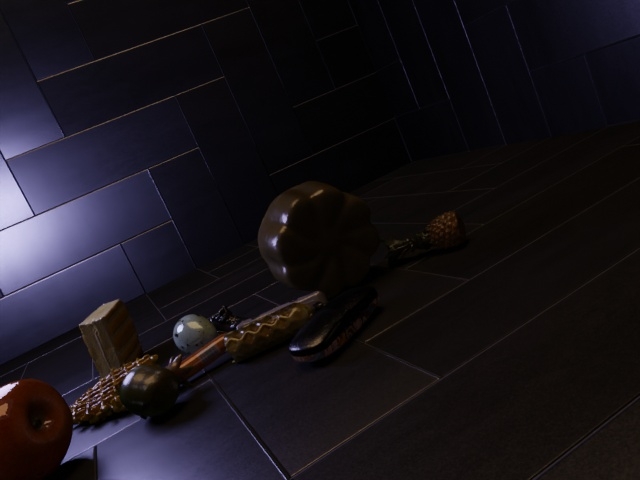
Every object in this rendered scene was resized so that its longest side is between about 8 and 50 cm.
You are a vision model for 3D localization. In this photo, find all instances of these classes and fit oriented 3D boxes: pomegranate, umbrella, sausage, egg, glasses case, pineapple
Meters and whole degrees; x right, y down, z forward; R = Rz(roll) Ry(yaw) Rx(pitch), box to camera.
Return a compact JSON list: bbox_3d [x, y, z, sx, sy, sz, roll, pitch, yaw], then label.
[{"bbox_3d":[-0.427,0.381,1.530,0.152,0.131,0.191,4,19,24],"label":"pomegranate"},{"bbox_3d":[-0.136,0.239,1.749,0.338,0.073,0.067,-24,-32,3],"label":"umbrella"},{"bbox_3d":[-0.382,0.367,1.655,0.348,0.053,0.053,-34,14,-22],"label":"sausage"},{"bbox_3d":[-0.396,0.300,1.867,0.164,0.131,0.131,-2,21,34],"label":"egg"},{"bbox_3d":[0.041,0.209,1.495,0.122,0.082,0.321,-16,15,40],"label":"glasses case"},{"bbox_3d":[0.322,-0.005,1.861,0.278,0.119,0.130,-21,30,25],"label":"pineapple"}]

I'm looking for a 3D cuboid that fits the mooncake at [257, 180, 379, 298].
[{"bbox_3d":[0.000,0.000,1.851,0.379,0.378,0.201,-27,18,-15],"label":"mooncake"}]

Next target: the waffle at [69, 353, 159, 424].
[{"bbox_3d":[-0.629,0.461,1.756,0.260,0.069,0.293,-22,13,22],"label":"waffle"}]

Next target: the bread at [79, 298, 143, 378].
[{"bbox_3d":[-0.723,0.348,2.043,0.111,0.239,0.246,-17,13,1],"label":"bread"}]

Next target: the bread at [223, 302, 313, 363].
[{"bbox_3d":[-0.144,0.256,1.652,0.270,0.098,0.087,-24,53,-6],"label":"bread"}]

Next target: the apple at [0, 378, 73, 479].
[{"bbox_3d":[-0.729,0.468,1.405,0.206,0.251,0.272,-47,-2,19],"label":"apple"}]

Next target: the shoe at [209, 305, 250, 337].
[{"bbox_3d":[-0.309,0.263,1.927,0.169,0.099,0.071,-16,11,31],"label":"shoe"}]
